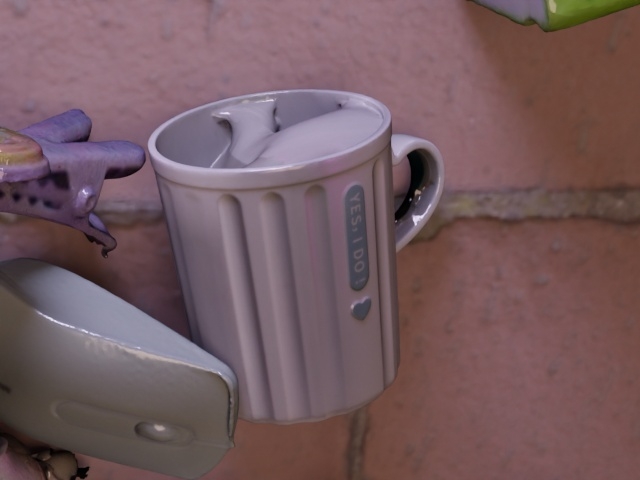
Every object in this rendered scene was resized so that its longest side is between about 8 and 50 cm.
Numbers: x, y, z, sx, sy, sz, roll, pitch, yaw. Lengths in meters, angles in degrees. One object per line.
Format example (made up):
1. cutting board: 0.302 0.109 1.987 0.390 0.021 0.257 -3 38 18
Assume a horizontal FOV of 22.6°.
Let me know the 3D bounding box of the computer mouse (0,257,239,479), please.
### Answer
1. computer mouse: -0.165 0.096 1.112 0.231 0.079 0.128 25 133 8

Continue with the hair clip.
1. hair clip: -0.220 -0.051 1.041 0.278 0.137 0.090 10 106 -61

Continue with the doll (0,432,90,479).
1. doll: -0.272 0.200 1.150 0.192 0.095 0.149 -33 151 2

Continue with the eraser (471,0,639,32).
1. eraser: 0.239 -0.232 1.108 0.274 0.210 0.092 -18 111 -8

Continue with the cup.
1. cup: 0.001 0.006 1.136 0.221 0.167 0.202 -10 113 -9
